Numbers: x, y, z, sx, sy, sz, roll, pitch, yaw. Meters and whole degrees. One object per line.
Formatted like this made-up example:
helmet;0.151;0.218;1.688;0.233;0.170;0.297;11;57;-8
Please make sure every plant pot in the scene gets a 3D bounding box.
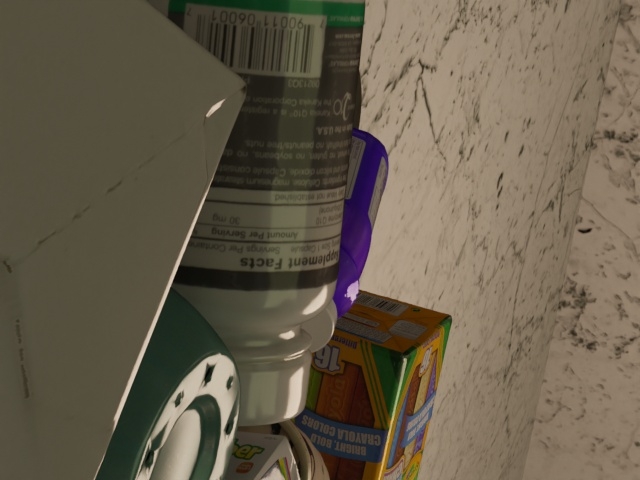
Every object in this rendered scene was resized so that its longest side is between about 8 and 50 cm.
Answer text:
plant pot;-0.199;0.129;1.358;0.293;0.235;0.293;17;90;-72

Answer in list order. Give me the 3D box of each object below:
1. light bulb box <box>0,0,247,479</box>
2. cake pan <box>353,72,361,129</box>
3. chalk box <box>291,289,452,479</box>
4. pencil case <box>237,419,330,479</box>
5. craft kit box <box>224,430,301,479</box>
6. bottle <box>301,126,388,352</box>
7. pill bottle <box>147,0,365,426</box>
light bulb box;-0.282;-0.059;0.674;0.358;0.361;0.225;36;74;-61
cake pan;-0.034;-0.082;1.927;0.293;0.054;0.293;18;90;-71
chalk box;0.017;0.214;2.143;0.179;0.180;0.289;-27;131;-65
pencil case;-0.082;0.249;1.802;0.183;0.160;0.410;-54;172;-6
craft kit box;-0.179;0.237;1.489;0.246;0.250;0.061;-50;133;-49
bottle;0.000;0.000;1.757;0.283;0.092;0.118;-74;-176;-56
pill bottle;-0.079;-0.045;1.528;0.204;0.204;0.361;-19;117;-68
